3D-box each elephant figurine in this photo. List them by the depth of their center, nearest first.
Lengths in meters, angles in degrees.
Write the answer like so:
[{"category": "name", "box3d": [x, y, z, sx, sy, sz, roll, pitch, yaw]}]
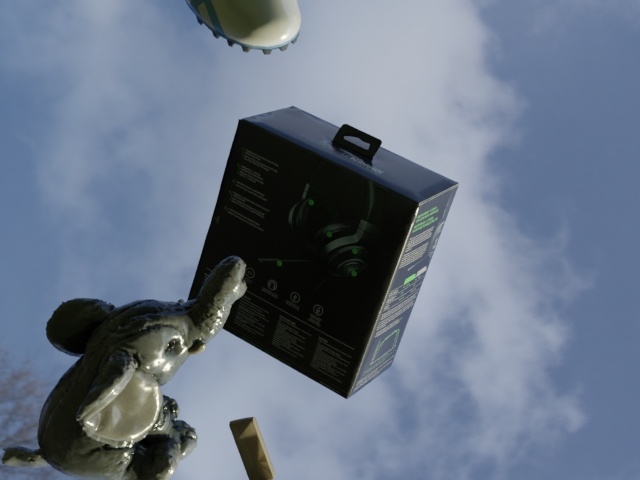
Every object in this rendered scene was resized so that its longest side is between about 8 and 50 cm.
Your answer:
[{"category": "elephant figurine", "box3d": [-0.194, 0.123, 1.056, 0.169, 0.186, 0.239, 23, -50, 14]}]

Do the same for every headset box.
[{"category": "headset box", "box3d": [0.000, 0.000, 1.283, 0.246, 0.131, 0.283, 26, -66, 20]}]

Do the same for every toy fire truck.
[{"category": "toy fire truck", "box3d": [-0.144, 0.415, 1.626, 0.217, 0.158, 0.246, -4, -122, 3]}]

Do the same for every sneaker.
[{"category": "sneaker", "box3d": [-0.079, -0.249, 0.836, 0.085, 0.086, 0.237, -17, -113, -16]}]
